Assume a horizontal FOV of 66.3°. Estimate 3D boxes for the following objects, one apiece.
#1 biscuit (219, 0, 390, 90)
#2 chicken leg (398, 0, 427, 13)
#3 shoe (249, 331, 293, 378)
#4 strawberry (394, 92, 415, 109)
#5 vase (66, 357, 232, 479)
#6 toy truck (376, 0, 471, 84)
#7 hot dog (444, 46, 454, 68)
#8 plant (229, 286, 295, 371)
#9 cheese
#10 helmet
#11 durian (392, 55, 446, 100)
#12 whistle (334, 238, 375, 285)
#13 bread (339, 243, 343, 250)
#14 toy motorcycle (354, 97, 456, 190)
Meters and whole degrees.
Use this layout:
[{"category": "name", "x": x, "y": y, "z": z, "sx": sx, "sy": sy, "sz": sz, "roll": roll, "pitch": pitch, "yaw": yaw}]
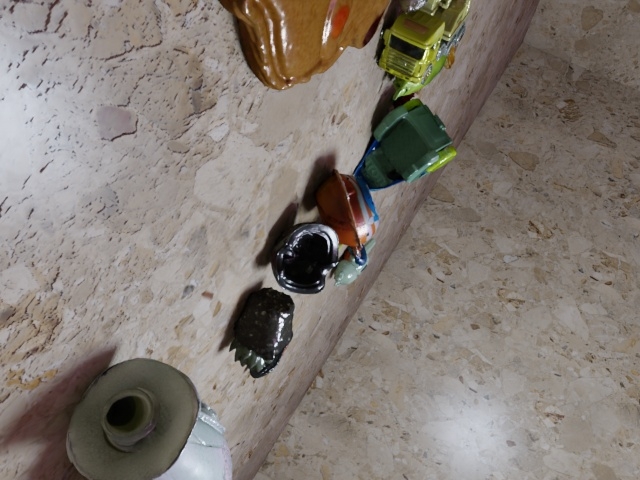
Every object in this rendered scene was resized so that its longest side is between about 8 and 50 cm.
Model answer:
[{"category": "biscuit", "x": 0.026, "y": -0.393, "z": 0.668, "sx": 0.455, "sy": 0.078, "sz": 0.349, "roll": -47, "pitch": 157, "yaw": -41}, {"category": "chicken leg", "x": 0.193, "y": -0.545, "z": 0.941, "sx": 0.085, "sy": 0.069, "sz": 0.197, "roll": -23, "pitch": 141, "yaw": -27}, {"category": "shoe", "x": -0.154, "y": 0.362, "z": 1.551, "sx": 0.194, "sy": 0.074, "sz": 0.077, "roll": -52, "pitch": 169, "yaw": -34}, {"category": "strawberry", "x": 0.246, "y": -0.416, "z": 1.399, "sx": 0.104, "sy": 0.048, "sz": 0.152, "roll": -57, "pitch": -176, "yaw": -37}, {"category": "vase", "x": -0.280, "y": 0.381, "z": 0.865, "sx": 0.250, "sy": 0.250, "sz": 0.445, "roll": -50, "pitch": 158, "yaw": -33}, {"category": "toy truck", "x": 0.243, "y": -0.482, "z": 1.090, "sx": 0.272, "sy": 0.124, "sz": 0.157, "roll": -51, "pitch": 164, "yaw": -29}, {"category": "hot dog", "x": 0.409, "y": -0.602, "z": 1.598, "sx": 0.056, "sy": 0.041, "sz": 0.133, "roll": -59, "pitch": 158, "yaw": -2}, {"category": "plant", "x": -0.137, "y": 0.219, "z": 1.195, "sx": 0.132, "sy": 0.129, "sz": 0.194, "roll": -32, "pitch": 146, "yaw": -62}, {"category": "cheese", "x": 0.069, "y": -0.051, "z": 1.231, "sx": 0.129, "sy": 0.216, "sz": 0.329, "roll": -19, "pitch": 146, "yaw": -1}, {"category": "helmet", "x": -0.046, "y": 0.032, "z": 1.149, "sx": 0.153, "sy": 0.107, "sz": 0.176, "roll": 23, "pitch": 95, "yaw": -33}, {"category": "durian", "x": 0.257, "y": -0.447, "z": 1.247, "sx": 0.250, "sy": 0.101, "sz": 0.139, "roll": -58, "pitch": 173, "yaw": -45}, {"category": "whistle", "x": 0.130, "y": 0.083, "z": 1.891, "sx": 0.253, "sy": 0.105, "sz": 0.102, "roll": -46, "pitch": -168, "yaw": -22}, {"category": "bread", "x": 0.000, "y": 0.000, "z": 1.312, "sx": 0.049, "sy": 0.088, "sz": 0.226, "roll": -60, "pitch": 165, "yaw": 12}, {"category": "toy motorcycle", "x": 0.208, "y": -0.229, "z": 1.398, "sx": 0.200, "sy": 0.191, "sz": 0.326, "roll": -30, "pitch": 173, "yaw": -31}]
